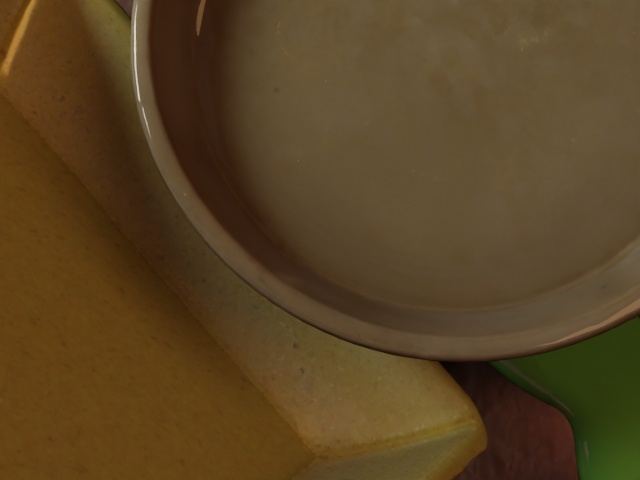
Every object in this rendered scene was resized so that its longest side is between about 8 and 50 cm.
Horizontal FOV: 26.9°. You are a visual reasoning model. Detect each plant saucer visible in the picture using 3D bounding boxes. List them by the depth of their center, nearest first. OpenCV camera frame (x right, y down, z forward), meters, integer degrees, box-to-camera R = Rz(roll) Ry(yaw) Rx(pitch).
[{"bbox_3d":[-0.120,0.021,0.512,0.333,0.081,0.333,48,27,10],"label":"plant saucer"},{"bbox_3d":[0.059,-0.084,0.577,0.278,0.041,0.277,0,78,1],"label":"plant saucer"}]

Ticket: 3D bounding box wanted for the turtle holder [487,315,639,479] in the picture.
[{"bbox_3d":[0.187,-0.006,0.703,0.320,0.243,0.227,64,17,20],"label":"turtle holder"}]
